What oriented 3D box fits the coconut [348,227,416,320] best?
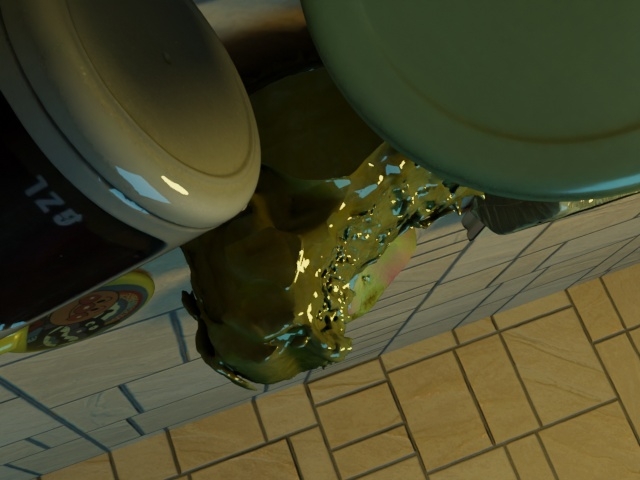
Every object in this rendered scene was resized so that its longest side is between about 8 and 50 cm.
[{"bbox_3d":[0.000,0.000,0.911,0.236,0.204,0.236,-1,175,0],"label":"coconut"}]

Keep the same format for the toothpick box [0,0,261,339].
[{"bbox_3d":[-0.220,-0.054,0.545,0.316,0.229,0.229,-27,162,23],"label":"toothpick box"}]

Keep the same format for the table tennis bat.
[{"bbox_3d":[-0.404,0.121,1.086,0.369,0.054,0.224,-16,162,-28],"label":"table tennis bat"}]

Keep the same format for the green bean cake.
[{"bbox_3d":[0.008,-0.039,0.706,0.310,0.285,0.202,-23,158,0],"label":"green bean cake"}]

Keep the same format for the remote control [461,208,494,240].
[{"bbox_3d":[0.335,-0.088,1.323,0.103,0.055,0.277,-15,159,-18],"label":"remote control"}]

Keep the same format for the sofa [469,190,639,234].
[{"bbox_3d":[0.333,-0.121,1.096,0.210,0.175,0.225,-16,176,-15],"label":"sofa"}]

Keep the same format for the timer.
[{"bbox_3d":[0.157,-0.187,0.542,0.291,0.290,0.315,-27,-177,16],"label":"timer"}]
